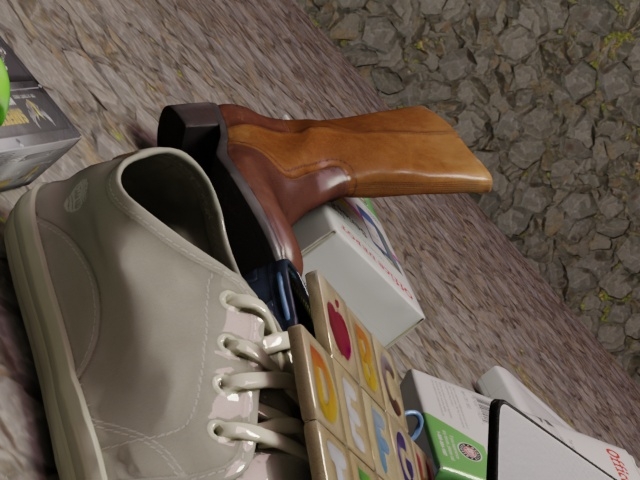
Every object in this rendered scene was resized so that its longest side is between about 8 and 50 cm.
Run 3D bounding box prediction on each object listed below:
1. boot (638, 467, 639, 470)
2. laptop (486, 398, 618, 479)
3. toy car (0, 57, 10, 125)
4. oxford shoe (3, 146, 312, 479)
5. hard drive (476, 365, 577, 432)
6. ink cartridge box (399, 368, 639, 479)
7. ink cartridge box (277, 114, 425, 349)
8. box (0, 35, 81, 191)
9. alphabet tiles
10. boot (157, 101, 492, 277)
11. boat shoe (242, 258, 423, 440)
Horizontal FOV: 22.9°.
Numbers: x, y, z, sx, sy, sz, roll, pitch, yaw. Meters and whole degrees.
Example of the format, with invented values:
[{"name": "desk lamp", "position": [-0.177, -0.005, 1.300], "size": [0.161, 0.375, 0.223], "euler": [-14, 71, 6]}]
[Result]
[{"name": "boot", "position": [0.351, 0.366, 1.607], "size": [0.258, 0.095, 0.123], "euler": [61, 36, -11]}, {"name": "laptop", "position": [0.304, 0.327, 1.007], "size": [0.382, 0.236, 0.408], "euler": [36, 45, -35]}, {"name": "toy car", "position": [-0.246, -0.106, 0.811], "size": [0.225, 0.053, 0.239], "euler": [8, 51, -48]}, {"name": "oxford shoe", "position": [-0.063, 0.105, 0.886], "size": [0.169, 0.130, 0.449], "euler": [44, 15, -49]}, {"name": "hard drive", "position": [0.318, 0.325, 1.857], "size": [0.233, 0.047, 0.353], "euler": [41, 15, -40]}, {"name": "ink cartridge box", "position": [0.162, 0.212, 1.300], "size": [0.219, 0.093, 0.160], "euler": [22, 20, -14]}, {"name": "ink cartridge box", "position": [0.000, 0.000, 1.533], "size": [0.154, 0.093, 0.212], "euler": [44, 16, -34]}, {"name": "box", "position": [-0.258, -0.110, 0.975], "size": [0.183, 0.056, 0.231], "euler": [52, 12, 0]}, {"name": "alphabet tiles", "position": [0.049, 0.199, 0.935], "size": [0.285, 0.011, 0.343], "euler": [50, 26, -60]}, {"name": "boot", "position": [0.022, -0.039, 1.398], "size": [0.280, 0.096, 0.264], "euler": [-1, 27, -25]}, {"name": "boat shoe", "position": [0.008, 0.125, 1.183], "size": [0.258, 0.089, 0.109], "euler": [53, 12, 13]}]
